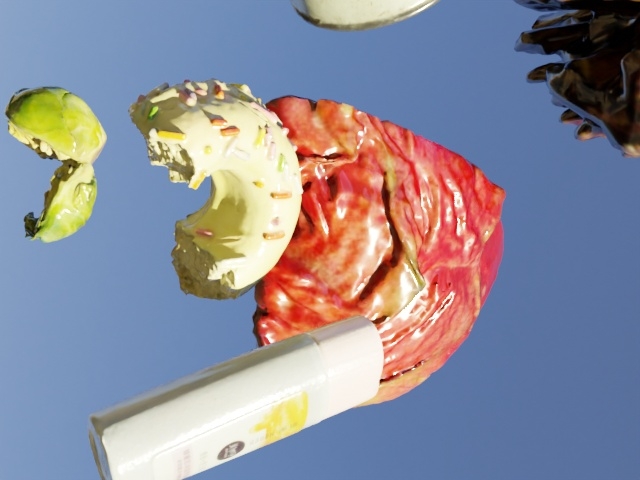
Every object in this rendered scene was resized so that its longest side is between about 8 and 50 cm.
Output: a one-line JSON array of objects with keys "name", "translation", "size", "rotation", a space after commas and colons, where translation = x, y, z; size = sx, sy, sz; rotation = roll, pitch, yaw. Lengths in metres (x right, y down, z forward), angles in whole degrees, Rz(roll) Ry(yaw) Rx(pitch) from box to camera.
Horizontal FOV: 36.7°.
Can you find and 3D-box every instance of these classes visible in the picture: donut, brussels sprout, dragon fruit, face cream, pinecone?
[{"name": "donut", "translation": [-0.059, -0.038, 0.660], "size": [0.065, 0.108, 0.166], "rotation": [33, -34, 43]}, {"name": "brussels sprout", "translation": [-0.141, -0.042, 0.522], "size": [0.051, 0.046, 0.083], "rotation": [-7, -81, 5]}, {"name": "dragon fruit", "translation": [0.000, 0.000, 0.892], "size": [0.240, 0.330, 0.302], "rotation": [20, -116, 35]}, {"name": "face cream", "translation": [-0.052, 0.111, 0.647], "size": [0.057, 0.198, 0.084], "rotation": [57, -27, 33]}, {"name": "pinecone", "translation": [0.391, -0.209, 0.960], "size": [0.398, 0.398, 0.397], "rotation": [-1, -91, 45]}]

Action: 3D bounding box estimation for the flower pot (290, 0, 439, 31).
[{"name": "flower pot", "translation": [0.047, -0.519, 1.384], "size": [0.294, 0.330, 0.293], "rotation": [-11, -134, 12]}]
